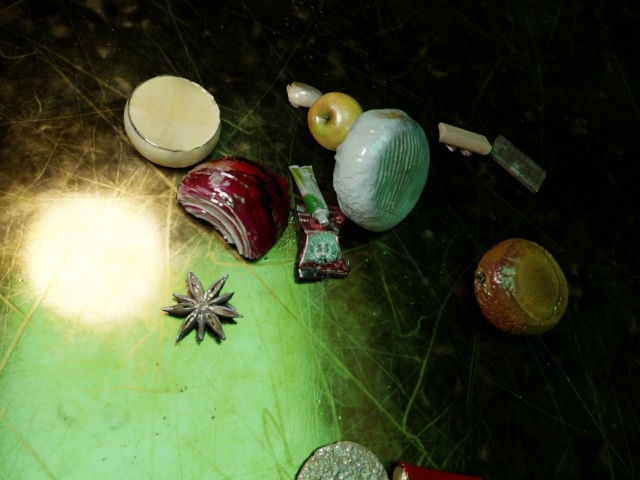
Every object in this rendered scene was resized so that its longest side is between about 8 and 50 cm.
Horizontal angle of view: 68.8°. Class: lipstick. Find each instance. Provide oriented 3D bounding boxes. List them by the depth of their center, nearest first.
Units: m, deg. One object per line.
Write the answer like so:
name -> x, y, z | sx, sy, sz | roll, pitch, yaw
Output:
lipstick -> 0.302, 0.624, 1.186 | 0.241, 0.080, 0.080 | 16, 65, -14

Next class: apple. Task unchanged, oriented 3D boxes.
apple -> 0.056, -0.363, 1.443 | 0.155, 0.182, 0.182 | -10, 71, -54

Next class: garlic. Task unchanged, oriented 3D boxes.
garlic -> -0.036, -0.466, 1.502 | 0.152, 0.066, 0.084 | 15, 63, -12

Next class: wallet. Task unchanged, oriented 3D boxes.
wallet -> 0.725, -0.283, 1.724 | 0.230, 0.042, 0.124 | 41, 58, -2

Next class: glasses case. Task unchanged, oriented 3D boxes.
glasses case -> 0.498, -0.356, 1.665 | 0.193, 0.070, 0.102 | 14, 38, -13

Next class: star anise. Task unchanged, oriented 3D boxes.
star anise -> -0.297, 0.165, 1.159 | 0.182, 0.065, 0.195 | -16, 80, -20

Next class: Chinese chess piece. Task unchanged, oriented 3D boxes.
Chinese chess piece -> -0.405, -0.328, 1.291 | 0.257, 0.104, 0.257 | 7, 68, -17

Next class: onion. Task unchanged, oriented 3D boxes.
onion -> -0.211, -0.139, 1.267 | 0.314, 0.146, 0.280 | 34, 58, 0

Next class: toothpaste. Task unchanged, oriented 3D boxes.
toothpaste -> -0.025, -0.137, 1.360 | 0.078, 0.047, 0.248 | -7, 51, -21

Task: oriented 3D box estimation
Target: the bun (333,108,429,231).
bun -> 0.164, -0.206, 1.345 | 0.211, 0.362, 0.362 | 25, 56, 31

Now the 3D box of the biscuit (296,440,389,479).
biscuit -> 0.073, 0.568, 1.150 | 0.250, 0.032, 0.133 | 23, 62, -9

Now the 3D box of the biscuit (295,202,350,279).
biscuit -> 0.006, 0.000, 1.336 | 0.151, 0.063, 0.235 | 1, 72, -11

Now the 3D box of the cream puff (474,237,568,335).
cream puff -> 0.588, 0.147, 1.410 | 0.303, 0.212, 0.303 | 7, 73, -25
